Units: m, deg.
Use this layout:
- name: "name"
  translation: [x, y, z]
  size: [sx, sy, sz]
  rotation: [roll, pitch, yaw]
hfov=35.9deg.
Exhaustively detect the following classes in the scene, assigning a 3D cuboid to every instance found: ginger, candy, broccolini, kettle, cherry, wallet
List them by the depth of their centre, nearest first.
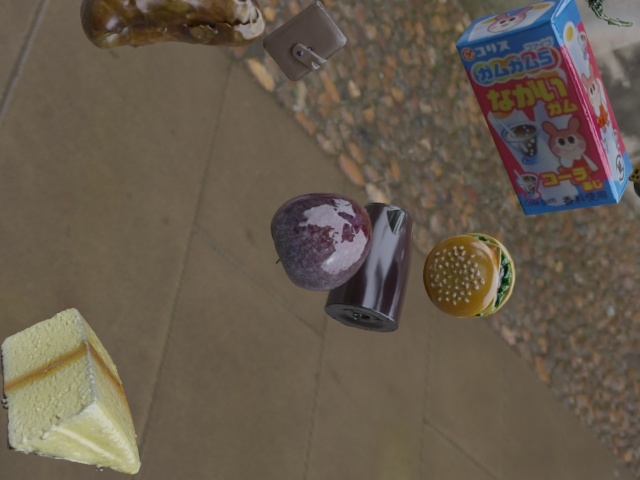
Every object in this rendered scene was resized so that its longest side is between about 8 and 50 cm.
- name: "candy"
  translation: [0.334, -0.192, 1.457]
  size: [0.100, 0.157, 0.306]
  rotation: [-51, 123, -44]
- name: "cherry"
  translation: [0.003, 0.003, 1.653]
  size: [0.140, 0.176, 0.176]
  rotation: [-45, 116, -77]
- name: "ginger"
  translation: [-0.254, -0.414, 1.706]
  size: [0.165, 0.321, 0.172]
  rotation: [84, 5, -64]
- name: "kettle"
  translation: [0.102, 0.051, 1.909]
  size: [0.144, 0.202, 0.232]
  rotation: [20, 70, -8]
- name: "wallet"
  translation: [-0.032, -0.407, 2.035]
  size: [0.118, 0.152, 0.039]
  rotation: [49, 21, -19]
- name: "broccolini"
  translation: [0.640, -0.507, 2.202]
  size: [0.194, 0.054, 0.052]
  rotation: [24, 97, -47]

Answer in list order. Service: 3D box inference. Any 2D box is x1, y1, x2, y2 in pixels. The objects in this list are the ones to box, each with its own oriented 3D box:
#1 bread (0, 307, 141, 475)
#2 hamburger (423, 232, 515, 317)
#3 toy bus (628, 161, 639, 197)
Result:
- name: "bread"
  translation: [-0.349, 0.238, 1.397]
  size: [0.240, 0.135, 0.178]
  rotation: [59, -6, 52]
- name: "hamburger"
  translation: [0.263, 0.061, 1.752]
  size: [0.115, 0.162, 0.162]
  rotation: [4, 73, -56]
- name: "toy bus"
  translation: [0.553, -0.065, 1.199]
  size: [0.335, 0.121, 0.123]
  rotation: [13, 98, -13]
